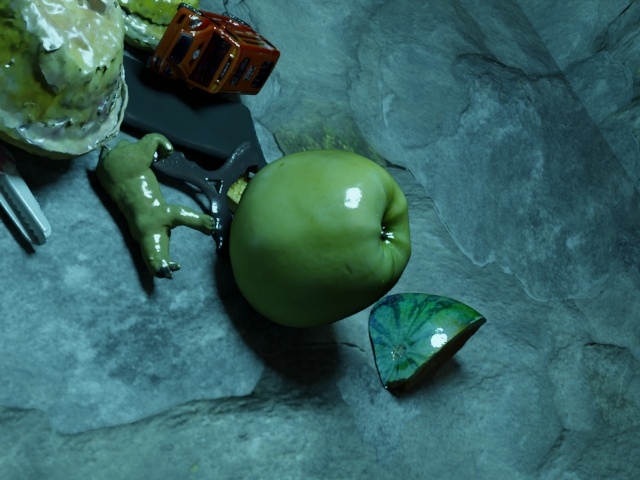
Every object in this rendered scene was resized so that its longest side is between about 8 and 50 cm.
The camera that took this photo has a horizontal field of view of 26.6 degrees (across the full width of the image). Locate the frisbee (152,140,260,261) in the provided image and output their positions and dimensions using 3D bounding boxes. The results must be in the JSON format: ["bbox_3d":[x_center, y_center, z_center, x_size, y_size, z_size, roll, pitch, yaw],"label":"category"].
[{"bbox_3d":[-0.147,-0.092,1.970,0.211,0.012,0.187,50,47,-13],"label":"frisbee"}]

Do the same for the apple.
[{"bbox_3d":[0.000,0.000,1.911,0.262,0.262,0.262,36,34,-29],"label":"apple"}]

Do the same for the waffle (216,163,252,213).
[{"bbox_3d":[-0.113,-0.087,2.064,0.097,0.023,0.153,42,31,-24],"label":"waffle"}]

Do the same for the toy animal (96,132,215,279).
[{"bbox_3d":[-0.230,-0.047,1.804,0.101,0.103,0.219,-23,81,-40],"label":"toy animal"}]

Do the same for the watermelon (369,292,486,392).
[{"bbox_3d":[0.149,0.132,2.149,0.146,0.128,0.231,43,28,17],"label":"watermelon"}]

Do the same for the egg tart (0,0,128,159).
[{"bbox_3d":[-0.352,-0.271,1.684,0.352,0.150,0.352,34,40,-35],"label":"egg tart"}]

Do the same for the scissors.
[{"bbox_3d":[-0.402,-0.096,1.650,0.242,0.030,0.118,56,30,8],"label":"scissors"}]

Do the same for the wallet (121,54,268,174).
[{"bbox_3d":[-0.205,-0.191,2.012,0.285,0.030,0.146,20,43,-37],"label":"wallet"}]

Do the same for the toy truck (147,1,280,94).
[{"bbox_3d":[-0.157,-0.282,2.053,0.114,0.107,0.252,35,14,12],"label":"toy truck"}]

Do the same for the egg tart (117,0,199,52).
[{"bbox_3d":[-0.267,-0.417,2.102,0.291,0.107,0.291,36,35,-30],"label":"egg tart"}]
